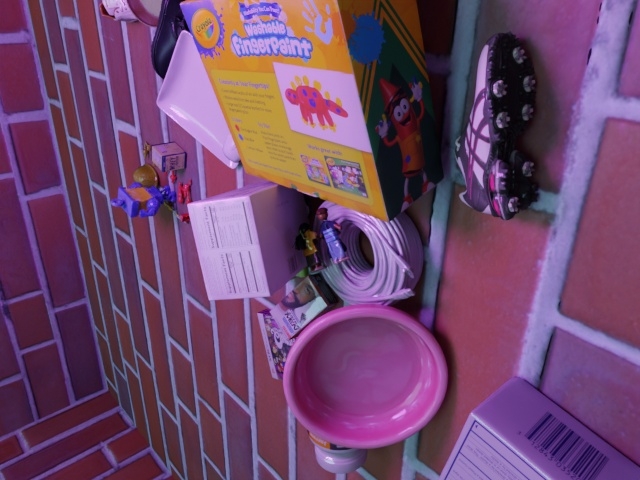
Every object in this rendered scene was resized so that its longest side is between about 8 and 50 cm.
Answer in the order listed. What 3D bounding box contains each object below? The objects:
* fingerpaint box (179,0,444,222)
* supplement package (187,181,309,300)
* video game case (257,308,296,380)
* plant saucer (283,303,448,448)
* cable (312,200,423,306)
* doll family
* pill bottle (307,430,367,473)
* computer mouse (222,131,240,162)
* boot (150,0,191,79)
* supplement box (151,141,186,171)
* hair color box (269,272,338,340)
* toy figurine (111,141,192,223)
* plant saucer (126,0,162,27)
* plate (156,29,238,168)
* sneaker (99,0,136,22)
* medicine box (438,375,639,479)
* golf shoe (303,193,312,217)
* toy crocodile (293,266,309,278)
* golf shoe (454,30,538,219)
[{"bbox_3d":[-0.020,-0.276,0.909,0.444,0.163,0.371,23,141,47],"label":"fingerpaint box"},{"bbox_3d":[-0.136,-0.012,1.089,0.145,0.262,0.204,-6,102,21],"label":"supplement package"},{"bbox_3d":[-0.081,0.306,1.425,0.232,0.041,0.210,-1,105,50],"label":"video game case"},{"bbox_3d":[0.090,0.273,1.045,0.084,0.331,0.332,-89,-4,-70],"label":"plant saucer"},{"bbox_3d":[0.092,0.018,1.052,0.257,0.089,0.257,-35,78,52],"label":"cable"},{"bbox_3d":[0.000,0.000,1.030,0.193,0.076,0.112,-23,83,48],"label":"doll family"},{"bbox_3d":[0.044,0.408,1.223,0.162,0.162,0.279,18,119,45],"label":"pill bottle"},{"bbox_3d":[-0.201,-0.250,1.276,0.106,0.042,0.193,40,140,-7],"label":"computer mouse"},{"bbox_3d":[-0.356,-0.505,1.329,0.207,0.094,0.247,46,130,34],"label":"boot"},{"bbox_3d":[-0.490,-0.271,1.631,0.083,0.083,0.056,42,135,32],"label":"supplement box"},{"bbox_3d":[-0.044,0.168,1.274,0.167,0.053,0.093,-45,70,29],"label":"hair color box"},{"bbox_3d":[-0.617,-0.179,1.718,0.362,0.217,0.191,40,133,32],"label":"toy figurine"},{"bbox_3d":[-0.451,-0.691,1.388,0.198,0.036,0.199,8,113,18],"label":"plant saucer"},{"bbox_3d":[-0.272,-0.352,1.294,0.277,0.045,0.278,40,140,-6],"label":"plate"},{"bbox_3d":[-0.567,-0.705,1.502,0.290,0.123,0.106,4,108,47],"label":"sneaker"},{"bbox_3d":[0.359,0.438,0.864,0.263,0.149,0.289,37,132,35],"label":"medicine box"},{"bbox_3d":[-0.096,-0.061,1.241,0.198,0.093,0.077,-32,80,50],"label":"golf shoe"},{"bbox_3d":[-0.155,0.035,1.344,0.340,0.105,0.115,18,119,45],"label":"toy crocodile"},{"bbox_3d":[0.252,-0.167,0.768,0.120,0.105,0.273,17,118,54],"label":"golf shoe"}]
